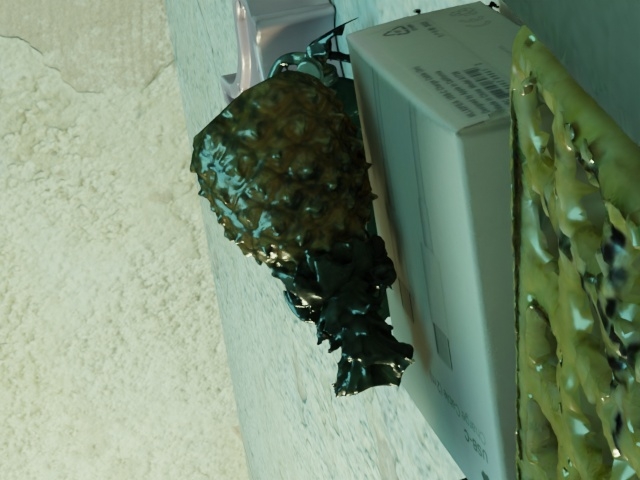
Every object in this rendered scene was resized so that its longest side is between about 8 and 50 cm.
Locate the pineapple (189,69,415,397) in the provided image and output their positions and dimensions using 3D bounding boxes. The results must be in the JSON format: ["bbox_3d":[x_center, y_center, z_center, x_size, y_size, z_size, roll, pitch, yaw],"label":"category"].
[{"bbox_3d":[0.000,0.000,0.942,0.197,0.108,0.108,64,169,7],"label":"pineapple"}]

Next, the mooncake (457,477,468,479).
[{"bbox_3d":[0.131,0.243,0.955,0.228,0.124,0.228,157,90,-84],"label":"mooncake"}]

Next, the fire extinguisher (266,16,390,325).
[{"bbox_3d":[0.009,-0.061,1.367,0.093,0.118,0.294,-54,-35,-48],"label":"fire extinguisher"}]

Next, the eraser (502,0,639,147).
[{"bbox_3d":[0.129,-0.116,0.573,0.352,0.111,0.077,-118,19,-55],"label":"eraser"}]

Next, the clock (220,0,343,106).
[{"bbox_3d":[-0.036,-0.139,1.561,0.290,0.080,0.275,-129,27,-65],"label":"clock"}]

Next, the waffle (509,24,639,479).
[{"bbox_3d":[0.169,0.105,0.668,0.261,0.114,0.376,-113,13,-54],"label":"waffle"}]

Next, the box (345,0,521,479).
[{"bbox_3d":[0.104,0.007,0.917,0.203,0.106,0.251,-128,24,-63],"label":"box"}]
